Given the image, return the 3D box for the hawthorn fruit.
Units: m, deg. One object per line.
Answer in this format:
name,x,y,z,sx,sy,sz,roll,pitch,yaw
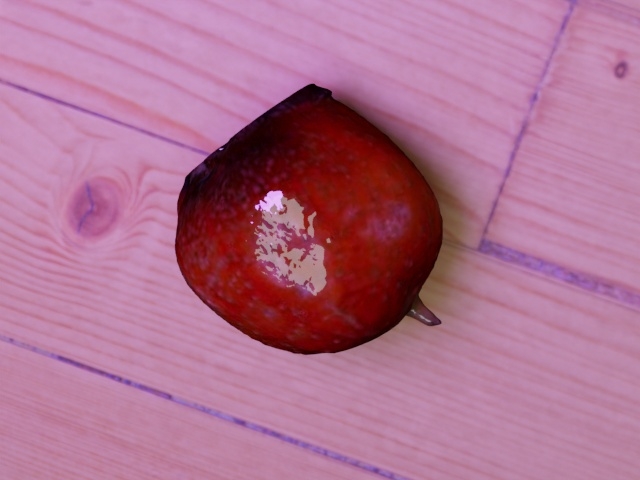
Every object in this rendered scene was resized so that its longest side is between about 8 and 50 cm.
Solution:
hawthorn fruit,0.000,0.000,1.320,0.250,0.215,0.215,33,111,-12
